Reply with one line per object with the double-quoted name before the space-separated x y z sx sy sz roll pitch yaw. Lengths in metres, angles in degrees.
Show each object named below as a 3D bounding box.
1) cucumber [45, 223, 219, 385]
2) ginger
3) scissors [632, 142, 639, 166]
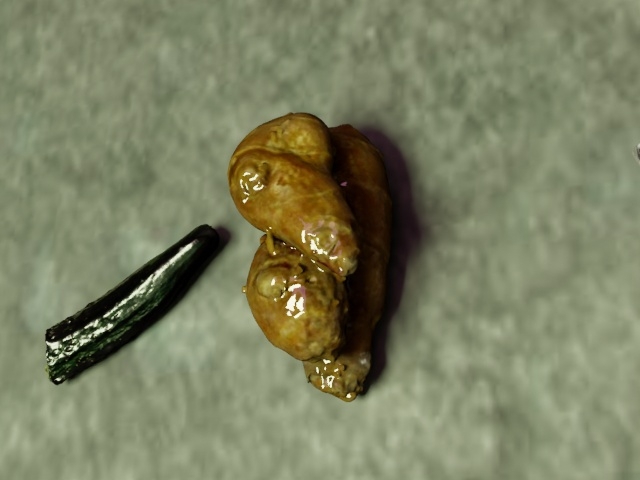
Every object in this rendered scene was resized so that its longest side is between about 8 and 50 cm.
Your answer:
"cucumber" -0.113 0.039 0.774 0.135 0.033 0.034 -33 98 10
"ginger" 0.000 0.000 0.697 0.073 0.103 0.162 -16 66 29
"scissors" 0.255 -0.042 0.650 0.189 0.015 0.100 -13 63 18
